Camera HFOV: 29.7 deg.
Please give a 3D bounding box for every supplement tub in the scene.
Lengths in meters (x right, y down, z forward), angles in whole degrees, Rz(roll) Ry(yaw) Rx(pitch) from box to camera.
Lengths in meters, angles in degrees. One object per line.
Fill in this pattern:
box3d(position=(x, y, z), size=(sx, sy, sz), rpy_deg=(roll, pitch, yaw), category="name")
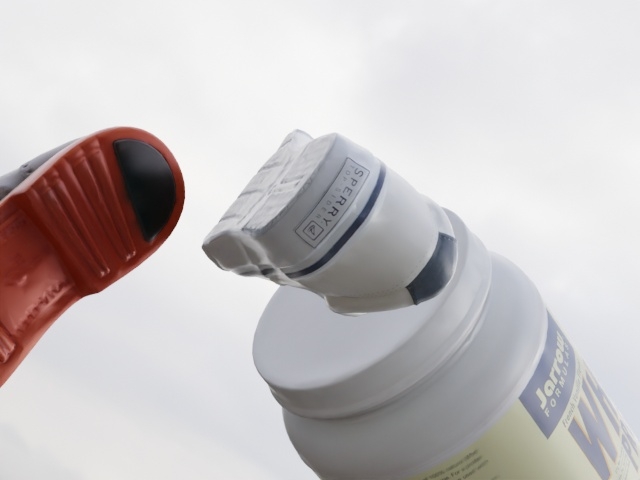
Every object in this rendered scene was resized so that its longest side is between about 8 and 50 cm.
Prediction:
box3d(position=(0.115, 0.153, 1.005), size=(0.235, 0.235, 0.325), rpy_deg=(9, -37, 55), category="supplement tub")

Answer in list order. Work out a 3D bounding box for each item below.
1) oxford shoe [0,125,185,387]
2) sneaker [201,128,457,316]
box3d(position=(-0.199, 0.031, 0.649), size=(0.098, 0.271, 0.097), rpy_deg=(4, -57, 58), category="oxford shoe")
box3d(position=(0.000, 0.000, 0.648), size=(0.091, 0.094, 0.258), rpy_deg=(40, -2, -11), category="sneaker")
